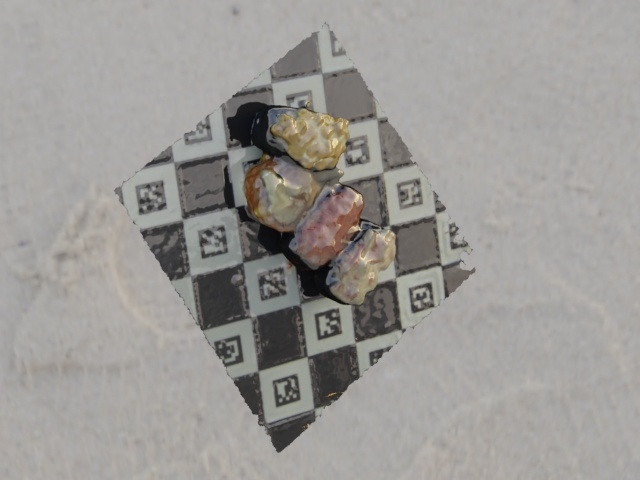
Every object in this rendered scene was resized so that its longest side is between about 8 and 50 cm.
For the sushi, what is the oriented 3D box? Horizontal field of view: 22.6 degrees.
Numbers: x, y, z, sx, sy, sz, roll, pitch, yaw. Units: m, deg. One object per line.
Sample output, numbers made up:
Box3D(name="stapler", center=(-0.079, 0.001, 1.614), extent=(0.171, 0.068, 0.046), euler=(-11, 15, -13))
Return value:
Box3D(name="sushi", center=(0.000, 0.000, 1.379), extent=(0.264, 0.290, 0.050), euler=(-40, 25, -18))
